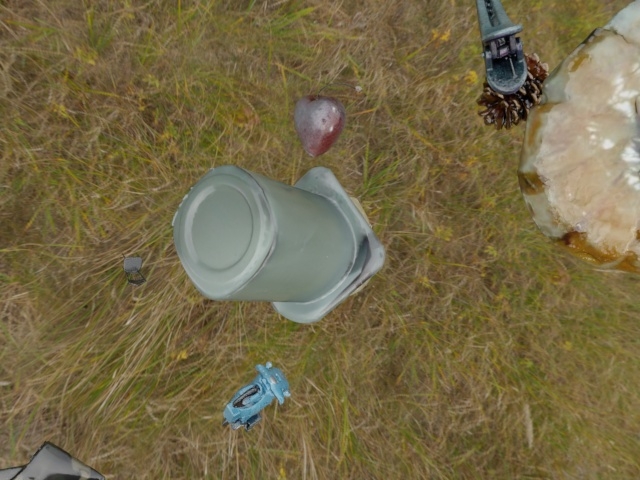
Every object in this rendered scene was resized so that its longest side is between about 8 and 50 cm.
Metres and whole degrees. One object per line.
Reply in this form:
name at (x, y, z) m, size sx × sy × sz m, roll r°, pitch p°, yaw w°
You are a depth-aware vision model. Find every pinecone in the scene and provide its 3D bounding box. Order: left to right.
pinecone at (0.534, -0.406, 1.376) m, size 0.169 × 0.185 × 0.212 m, roll 18°, pitch 67°, yaw 21°

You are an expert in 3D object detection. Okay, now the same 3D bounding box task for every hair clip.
hair clip at (0.220, -0.300, 0.641) m, size 0.048 × 0.275 × 0.083 m, roll -15°, pitch 135°, yaw 21°

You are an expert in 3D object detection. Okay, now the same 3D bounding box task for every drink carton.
drink carton at (-0.060, 0.007, 0.614) m, size 0.191 × 0.190 × 0.185 m, roll -41°, pitch 68°, yaw 22°

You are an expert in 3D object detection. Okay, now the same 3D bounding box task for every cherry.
cherry at (0.017, -0.260, 1.096) m, size 0.115 × 0.188 × 0.147 m, roll 26°, pitch 86°, yaw -51°

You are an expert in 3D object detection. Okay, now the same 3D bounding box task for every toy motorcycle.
toy motorcycle at (-0.184, 0.438, 1.357) m, size 0.182 × 0.272 × 0.123 m, roll -24°, pitch 67°, yaw -34°

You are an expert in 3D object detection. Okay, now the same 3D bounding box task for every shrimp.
shrimp at (0.334, -0.068, 0.357) m, size 0.366 × 0.071 × 0.233 m, roll 5°, pitch 115°, yaw 3°

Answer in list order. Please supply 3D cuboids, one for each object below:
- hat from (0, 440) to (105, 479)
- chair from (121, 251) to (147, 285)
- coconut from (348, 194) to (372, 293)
hat at (-0.529, 0.544, 0.777) m, size 0.382 × 0.366 × 0.257 m, roll -20°, pitch 133°, yaw 15°
chair at (-0.383, 0.055, 1.003) m, size 0.037 × 0.086 × 0.042 m, roll -3°, pitch 116°, yaw -36°
coconut at (0.000, 0.000, 1.530) m, size 0.347 × 0.346 × 0.359 m, roll -21°, pitch 97°, yaw -11°
